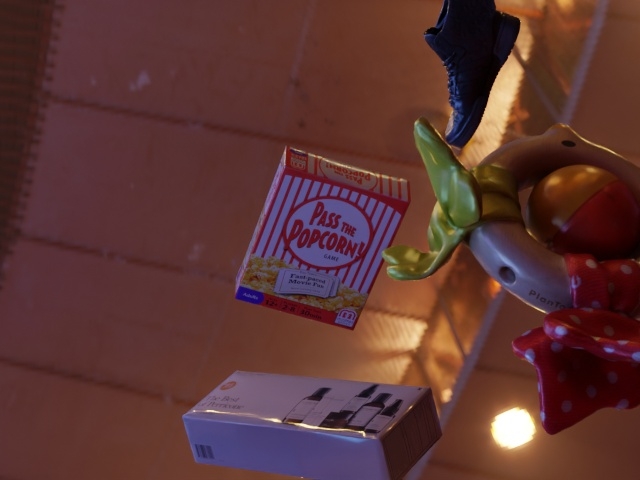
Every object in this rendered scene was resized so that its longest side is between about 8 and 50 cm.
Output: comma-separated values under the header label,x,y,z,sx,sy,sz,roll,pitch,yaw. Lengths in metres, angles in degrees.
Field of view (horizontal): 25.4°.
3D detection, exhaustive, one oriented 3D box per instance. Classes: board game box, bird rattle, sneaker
label,x,y,z,sx,sy,sz,roll,pitch,yaw
board game box,0.000,0.000,1.598,0.147,0.045,0.193,15,-56,-10
bird rattle,0.171,-0.001,0.978,0.207,0.253,0.143,-33,-37,-35
sneaker,0.135,-0.183,1.395,0.089,0.051,0.170,22,-79,-11

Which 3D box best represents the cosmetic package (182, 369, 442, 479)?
label,x,y,z,sx,sy,sz,roll,pitch,yaw
cosmetic package,-0.011,0.179,1.379,0.239,0.099,0.060,1,-67,36
